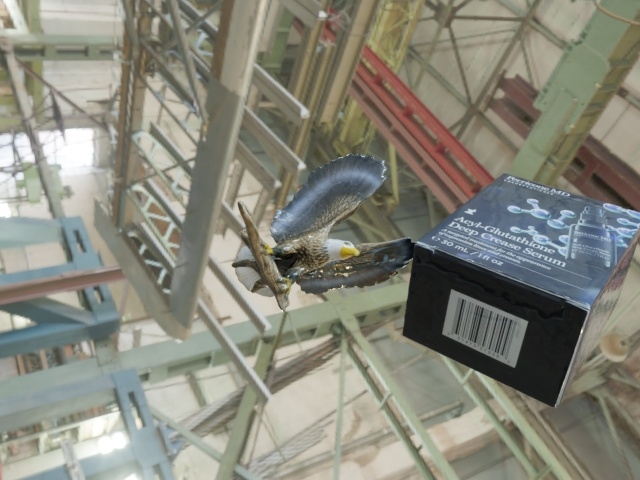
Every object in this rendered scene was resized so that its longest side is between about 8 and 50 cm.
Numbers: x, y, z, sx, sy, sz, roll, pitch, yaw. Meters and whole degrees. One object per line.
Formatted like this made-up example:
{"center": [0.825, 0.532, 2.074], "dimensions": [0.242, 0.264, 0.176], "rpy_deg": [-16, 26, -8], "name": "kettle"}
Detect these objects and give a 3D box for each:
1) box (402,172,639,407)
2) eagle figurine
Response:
{"center": [0.383, 0.064, 1.123], "dimensions": [0.293, 0.395, 0.212], "rpy_deg": [22, -55, 29], "name": "box"}
{"center": [0.008, 0.004, 1.069], "dimensions": [0.225, 0.298, 0.226], "rpy_deg": [36, -44, 28], "name": "eagle figurine"}
